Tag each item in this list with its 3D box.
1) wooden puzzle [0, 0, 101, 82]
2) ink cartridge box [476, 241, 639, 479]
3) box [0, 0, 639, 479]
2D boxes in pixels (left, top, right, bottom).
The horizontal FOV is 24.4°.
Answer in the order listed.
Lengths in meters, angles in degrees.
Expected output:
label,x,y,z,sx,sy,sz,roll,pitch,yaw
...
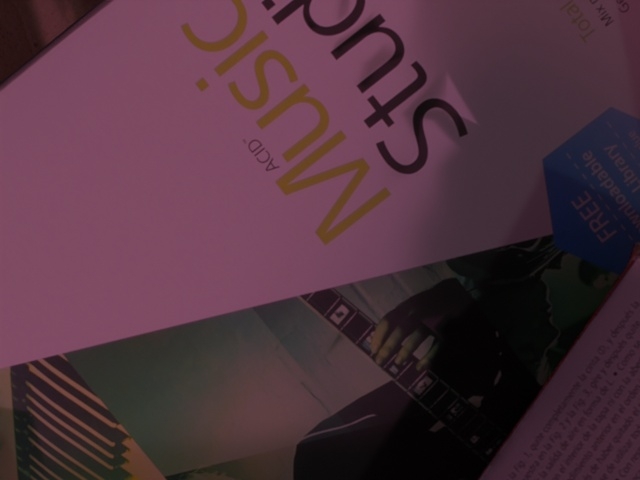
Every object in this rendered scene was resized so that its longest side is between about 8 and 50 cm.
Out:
label,x,y,z,sx,sy,sz,roll,pitch,yaw
wooden puzzle,-0.188,0.074,0.648,0.347,0.080,0.322,-16,95,12
ink cartridge box,0.131,0.178,0.523,0.130,0.271,0.309,44,109,37
box,0.000,0.000,0.538,0.322,0.058,0.232,-38,97,7
